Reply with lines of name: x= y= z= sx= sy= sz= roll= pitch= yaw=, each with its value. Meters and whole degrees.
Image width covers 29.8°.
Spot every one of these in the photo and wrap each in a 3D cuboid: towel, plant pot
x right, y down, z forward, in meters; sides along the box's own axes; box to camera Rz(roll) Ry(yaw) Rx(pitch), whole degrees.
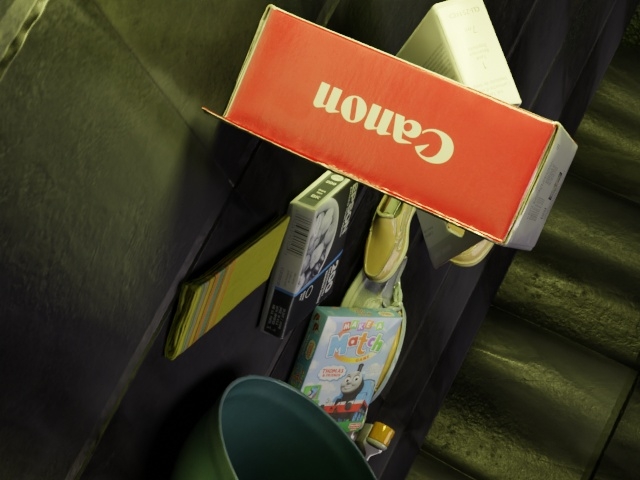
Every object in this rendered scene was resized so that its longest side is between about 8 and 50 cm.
towel: x=-0.105 y=0.048 z=1.377 sx=0.237 sy=0.021 sz=0.102 roll=-41 pitch=157 yaw=-58
plant pot: x=-0.079 y=0.344 z=1.499 sx=0.196 sy=0.293 sz=0.293 roll=-43 pitch=173 yaw=22

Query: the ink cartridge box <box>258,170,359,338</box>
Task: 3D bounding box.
ink cartridge box: x=0.000 y=0.000 z=1.600 sx=0.208 sy=0.045 sz=0.206 roll=-45 pitch=155 yaw=-54

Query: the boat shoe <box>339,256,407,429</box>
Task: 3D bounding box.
boat shoe: x=0.079 y=0.155 z=1.984 sx=0.320 sy=0.103 sz=0.118 roll=-67 pitch=164 yaw=9

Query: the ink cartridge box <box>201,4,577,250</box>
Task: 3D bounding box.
ink cartridge box: x=0.078 y=-0.109 z=1.185 sx=0.130 sy=0.309 sz=0.272 roll=-67 pitch=165 yaw=5

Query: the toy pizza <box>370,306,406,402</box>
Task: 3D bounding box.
toy pizza: x=0.090 y=0.193 z=2.097 sx=0.201 sy=0.032 sz=0.201 roll=-158 pitch=-90 yaw=-76

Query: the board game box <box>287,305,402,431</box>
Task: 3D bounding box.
board game box: x=0.027 y=0.204 z=1.878 sx=0.160 sy=0.039 sz=0.211 roll=4 pitch=112 yaw=-41

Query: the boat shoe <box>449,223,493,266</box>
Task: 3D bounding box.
boat shoe: x=0.307 y=-0.117 z=2.321 sx=0.110 sy=0.122 sz=0.341 roll=60 pitch=46 yaw=-66

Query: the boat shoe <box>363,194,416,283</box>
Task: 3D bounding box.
boat shoe: x=0.105 y=-0.029 z=1.889 sx=0.072 sy=0.068 sz=0.190 roll=35 pitch=70 yaw=-62

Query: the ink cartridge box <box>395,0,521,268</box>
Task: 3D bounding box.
ink cartridge box: x=0.162 y=-0.119 z=1.451 sx=0.066 sy=0.261 sz=0.296 roll=-17 pitch=173 yaw=-13

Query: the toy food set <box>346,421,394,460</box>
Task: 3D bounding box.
toy food set: x=0.038 y=0.360 z=2.122 sx=0.104 sy=0.111 sz=0.232 roll=-61 pitch=-165 yaw=-15
